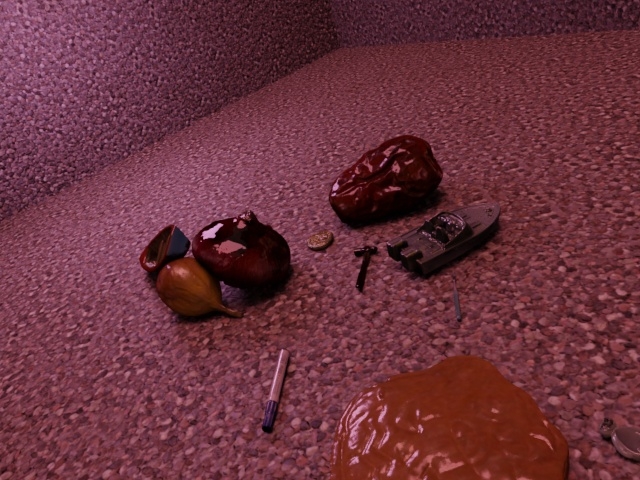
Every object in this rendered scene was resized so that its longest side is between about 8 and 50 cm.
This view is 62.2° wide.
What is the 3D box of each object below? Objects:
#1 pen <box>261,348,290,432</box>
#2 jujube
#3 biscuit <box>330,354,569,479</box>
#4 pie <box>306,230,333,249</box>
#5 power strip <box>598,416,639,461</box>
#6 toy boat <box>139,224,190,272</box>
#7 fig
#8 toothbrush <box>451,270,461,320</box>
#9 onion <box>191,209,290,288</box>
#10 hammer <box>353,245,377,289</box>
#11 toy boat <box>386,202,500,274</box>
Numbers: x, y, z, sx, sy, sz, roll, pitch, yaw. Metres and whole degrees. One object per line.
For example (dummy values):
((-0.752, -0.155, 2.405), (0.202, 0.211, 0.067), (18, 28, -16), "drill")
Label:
((-0.090, 0.304, 1.090), (0.025, 0.025, 0.204), (-10, 32, 14), "pen")
((0.182, -0.174, 1.568), (0.342, 0.216, 0.216), (-29, 29, 10), "jujube")
((0.192, 0.343, 0.835), (0.365, 0.062, 0.385), (-19, 30, -3), "biscuit")
((-0.001, -0.001, 1.546), (0.084, 0.021, 0.084), (-16, 32, 11), "pie")
((0.461, 0.295, 0.795), (0.055, 0.035, 0.083), (-33, 35, -23), "power strip")
((-0.458, 0.035, 1.546), (0.392, 0.079, 0.136), (-19, 56, 62), "toy boat")
((-0.303, 0.140, 1.392), (0.257, 0.159, 0.159), (24, 46, 21), "fig")
((0.303, 0.121, 1.186), (0.011, 0.014, 0.167), (-2, 33, 10), "toothbrush")
((-0.204, 0.006, 1.426), (0.272, 0.195, 0.272), (17, 16, -5), "onion")
((0.107, 0.073, 1.371), (0.065, 0.021, 0.178), (-7, 34, 19), "hammer")
((0.325, -0.022, 1.332), (0.319, 0.092, 0.141), (-26, 33, -15), "toy boat")
